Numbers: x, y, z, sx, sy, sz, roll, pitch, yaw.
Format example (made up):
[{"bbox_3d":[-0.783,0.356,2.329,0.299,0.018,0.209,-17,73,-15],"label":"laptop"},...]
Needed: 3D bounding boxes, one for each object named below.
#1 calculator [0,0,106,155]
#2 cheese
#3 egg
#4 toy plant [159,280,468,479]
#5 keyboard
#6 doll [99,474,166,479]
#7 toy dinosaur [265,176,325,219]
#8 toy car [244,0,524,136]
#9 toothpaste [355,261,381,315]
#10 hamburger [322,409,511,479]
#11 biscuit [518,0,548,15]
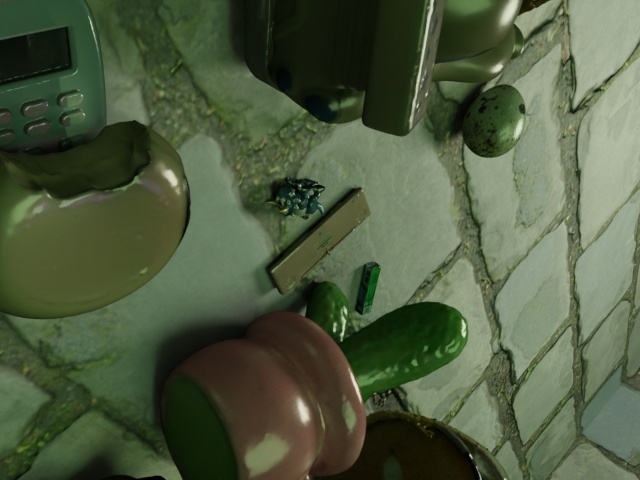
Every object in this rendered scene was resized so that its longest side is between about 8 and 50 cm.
[{"bbox_3d":[-0.249,-0.102,0.539,0.185,0.041,0.299,-27,138,-34],"label":"calculator"},{"bbox_3d":[-0.232,-0.004,0.538,0.286,0.082,0.163,-15,131,-43],"label":"cheese"},{"bbox_3d":[0.247,-0.169,1.024,0.110,0.085,0.085,-63,146,-14],"label":"egg"},{"bbox_3d":[-0.023,0.189,0.915,0.356,0.211,0.317,-27,169,-40],"label":"toy plant"},{"bbox_3d":[0.000,0.000,0.930,0.166,0.017,0.055,-43,138,-18],"label":"keyboard"},{"bbox_3d":[-0.276,0.338,0.783,0.257,0.117,0.182,-7,150,-46],"label":"doll"},{"bbox_3d":[-0.024,-0.047,0.851,0.083,0.030,0.047,-2,119,-48],"label":"toy dinosaur"},{"bbox_3d":[0.111,-0.249,0.681,0.336,0.226,0.242,-24,134,-36],"label":"toy car"},{"bbox_3d":[0.070,0.071,1.065,0.020,0.017,0.083,-16,129,-38],"label":"toothpaste"},{"bbox_3d":[0.143,0.432,1.216,0.318,0.277,0.195,-42,143,15],"label":"hamburger"},{"bbox_3d":[0.321,-0.344,0.905,0.301,0.196,0.049,-41,110,-55],"label":"biscuit"}]
